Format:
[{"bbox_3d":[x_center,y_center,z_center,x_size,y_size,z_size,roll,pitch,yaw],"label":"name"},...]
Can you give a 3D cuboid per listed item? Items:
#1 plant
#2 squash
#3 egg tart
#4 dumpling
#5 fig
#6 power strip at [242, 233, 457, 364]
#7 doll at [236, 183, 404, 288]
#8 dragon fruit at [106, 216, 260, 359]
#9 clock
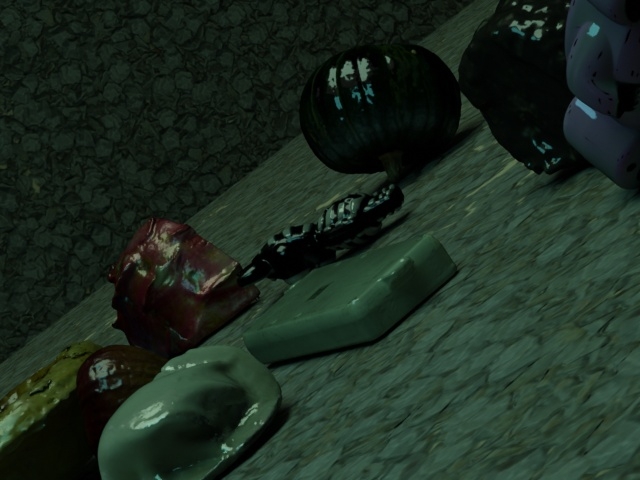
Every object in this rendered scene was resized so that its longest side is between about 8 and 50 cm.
[{"bbox_3d":[0.252,-0.184,1.531,0.234,0.178,0.204,-46,11,-28],"label":"plant"},{"bbox_3d":[0.080,-0.172,2.164,0.218,0.218,0.172,-31,51,29],"label":"squash"},{"bbox_3d":[-0.306,0.217,1.638,0.290,0.115,0.290,-40,4,4],"label":"egg tart"},{"bbox_3d":[-0.112,0.158,1.368,0.150,0.092,0.176,-11,16,37],"label":"dumpling"},{"bbox_3d":[-0.158,0.165,1.526,0.153,0.119,0.119,15,30,18],"label":"fig"},{"bbox_3d":[0.020,0.059,1.527,0.118,0.046,0.270,-42,11,-27],"label":"power strip"},{"bbox_3d":[0.000,0.000,1.902,0.219,0.067,0.091,-27,12,14],"label":"doll"},{"bbox_3d":[-0.217,0.065,2.072,0.126,0.161,0.274,-37,10,-33],"label":"dragon fruit"},{"bbox_3d":[0.281,-0.177,1.245,0.227,0.090,0.248,-37,-32,-12],"label":"clock"}]
